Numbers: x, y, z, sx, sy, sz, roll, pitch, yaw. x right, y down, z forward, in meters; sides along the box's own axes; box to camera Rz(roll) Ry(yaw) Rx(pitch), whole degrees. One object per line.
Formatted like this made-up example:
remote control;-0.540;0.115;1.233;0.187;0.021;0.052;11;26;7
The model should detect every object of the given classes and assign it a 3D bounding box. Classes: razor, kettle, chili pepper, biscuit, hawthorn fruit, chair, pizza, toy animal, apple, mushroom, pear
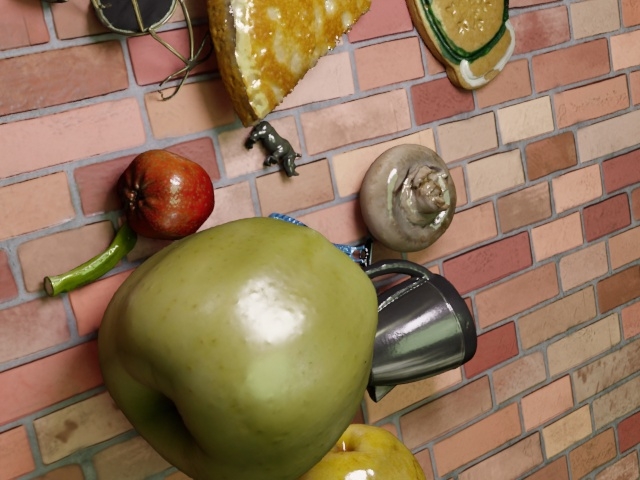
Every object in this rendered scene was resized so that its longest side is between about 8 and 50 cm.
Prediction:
razor;0.000;0.000;1.897;0.253;0.042;0.082;22;61;-32
kettle;0.155;0.192;1.922;0.271;0.207;0.251;-22;137;-21
chili pepper;-0.389;0.035;1.636;0.201;0.050;0.052;-38;151;-27
biscuit;0.325;-0.518;2.057;0.287;0.057;0.344;-45;117;-22
hawthorn fruit;-0.258;-0.076;1.660;0.194;0.156;0.157;9;90;-54
chair;-0.304;-0.404;1.600;0.160;0.170;0.326;-57;164;-21
pizza;-0.056;-0.439;1.778;0.406;0.130;0.440;-11;103;-47
toy animal;-0.083;-0.173;1.821;0.135;0.047;0.065;44;62;-23
apple;-0.127;0.182;1.588;0.473;0.473;0.474;-4;97;-34
mushroom;0.190;-0.086;1.936;0.226;0.178;0.227;-8;102;-43
pear;0.071;0.521;1.846;0.314;0.314;0.315;-4;97;-34

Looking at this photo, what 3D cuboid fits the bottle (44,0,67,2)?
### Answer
bottle;-0.429;-0.519;1.526;0.079;0.096;0.254;9;90;9
